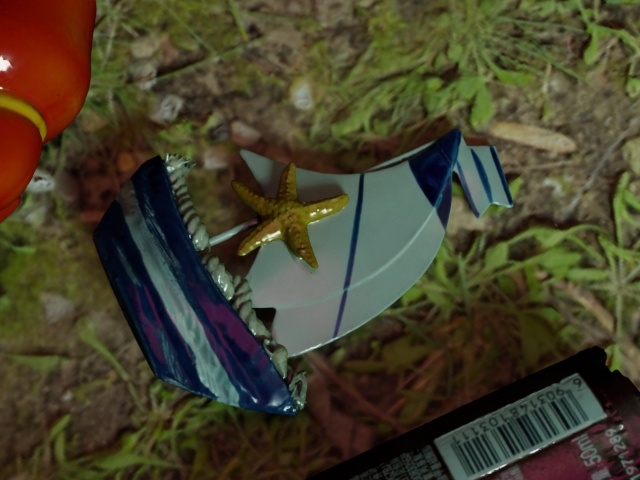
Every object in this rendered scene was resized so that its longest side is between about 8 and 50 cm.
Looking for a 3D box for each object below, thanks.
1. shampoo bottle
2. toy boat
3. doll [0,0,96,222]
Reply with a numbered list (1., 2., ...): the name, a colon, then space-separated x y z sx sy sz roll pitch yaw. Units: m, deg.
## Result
1. shampoo bottle: 0.053 0.183 0.760 0.323 0.084 0.129 -25 62 -5
2. toy boat: 0.000 0.000 0.884 0.291 0.067 0.220 -21 63 -17
3. doll: -0.255 -0.147 0.915 0.183 0.160 0.363 -6 63 2
